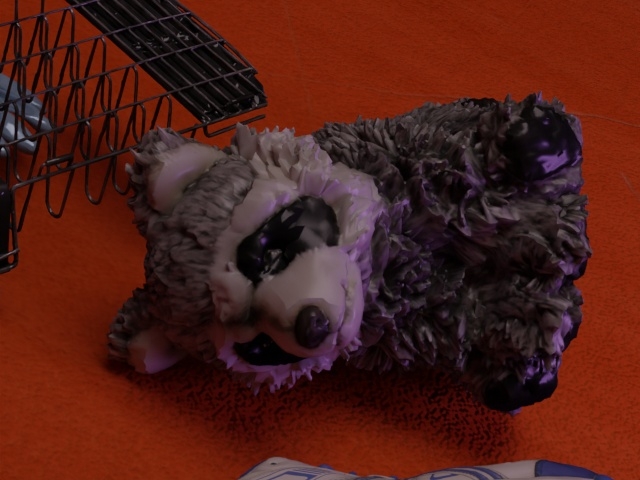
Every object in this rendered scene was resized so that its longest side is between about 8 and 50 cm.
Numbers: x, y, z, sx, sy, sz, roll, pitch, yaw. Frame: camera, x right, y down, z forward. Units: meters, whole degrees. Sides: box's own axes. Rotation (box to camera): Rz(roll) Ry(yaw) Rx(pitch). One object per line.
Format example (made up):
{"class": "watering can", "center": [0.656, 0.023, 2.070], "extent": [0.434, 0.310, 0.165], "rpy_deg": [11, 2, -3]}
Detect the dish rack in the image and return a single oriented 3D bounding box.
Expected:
{"class": "dish rack", "center": [-0.181, -0.095, 1.317], "extent": [0.271, 0.074, 0.208], "rpy_deg": [-22, 53, -37]}

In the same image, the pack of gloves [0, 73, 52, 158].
{"class": "pack of gloves", "center": [-0.315, -0.080, 1.349], "extent": [0.232, 0.046, 0.195], "rpy_deg": [27, 40, 14]}

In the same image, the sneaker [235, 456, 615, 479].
{"class": "sneaker", "center": [0.018, 0.156, 1.058], "extent": [0.296, 0.111, 0.131], "rpy_deg": [-10, 32, -11]}

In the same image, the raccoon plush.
{"class": "raccoon plush", "center": [0.000, 0.000, 1.369], "extent": [0.299, 0.216, 0.446], "rpy_deg": [2, 3, -8]}
